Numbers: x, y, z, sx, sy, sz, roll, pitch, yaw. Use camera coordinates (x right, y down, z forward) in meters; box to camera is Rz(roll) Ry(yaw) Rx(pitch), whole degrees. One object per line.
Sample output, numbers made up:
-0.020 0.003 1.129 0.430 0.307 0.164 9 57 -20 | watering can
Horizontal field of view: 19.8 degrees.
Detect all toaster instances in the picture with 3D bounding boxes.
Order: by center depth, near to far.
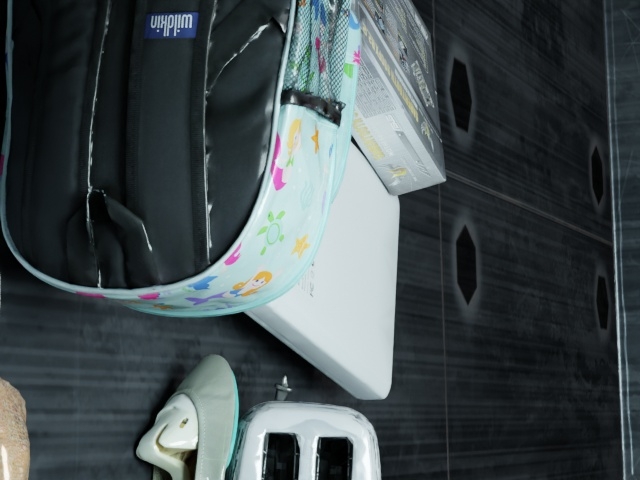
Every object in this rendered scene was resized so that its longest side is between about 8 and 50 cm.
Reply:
-0.017 0.209 1.399 0.146 0.129 0.227 118 -22 -76 | toaster

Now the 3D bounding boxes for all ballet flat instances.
-0.103 0.174 1.328 0.068 0.072 0.213 23 58 -34 | ballet flat

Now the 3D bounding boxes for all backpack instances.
-0.090 -0.076 1.180 0.191 0.225 0.253 31 62 -60 | backpack

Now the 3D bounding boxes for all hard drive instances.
0.000 0.000 1.565 0.307 0.040 0.203 44 46 -62 | hard drive

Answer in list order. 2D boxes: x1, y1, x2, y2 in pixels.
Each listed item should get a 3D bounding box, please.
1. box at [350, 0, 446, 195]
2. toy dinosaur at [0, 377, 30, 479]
0.044 -0.178 1.646 0.231 0.056 0.183 53 28 -51 | box
-0.212 0.091 0.975 0.296 0.127 0.200 63 23 -58 | toy dinosaur
